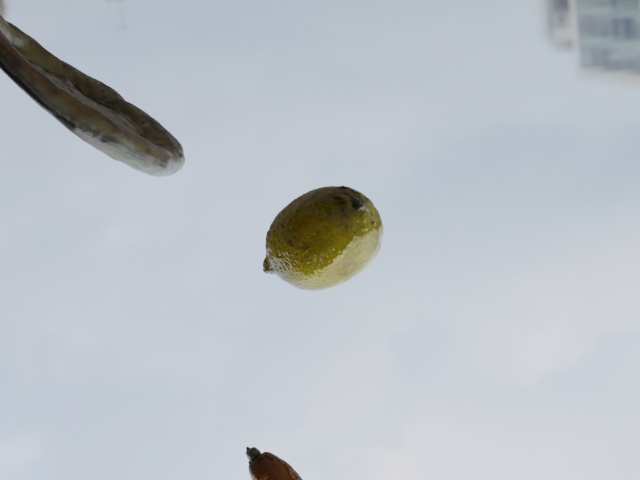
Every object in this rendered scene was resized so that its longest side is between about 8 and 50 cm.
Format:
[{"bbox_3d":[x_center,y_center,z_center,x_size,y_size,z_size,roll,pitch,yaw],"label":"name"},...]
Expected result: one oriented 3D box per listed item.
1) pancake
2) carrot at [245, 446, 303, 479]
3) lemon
[{"bbox_3d":[-0.206,-0.125,1.499,0.250,0.031,0.250,37,-176,-3],"label":"pancake"},{"bbox_3d":[-0.013,0.221,1.546,0.035,0.142,0.035,-41,-175,4],"label":"carrot"},{"bbox_3d":[0.000,0.000,1.564,0.111,0.082,0.082,-30,-175,24],"label":"lemon"}]
